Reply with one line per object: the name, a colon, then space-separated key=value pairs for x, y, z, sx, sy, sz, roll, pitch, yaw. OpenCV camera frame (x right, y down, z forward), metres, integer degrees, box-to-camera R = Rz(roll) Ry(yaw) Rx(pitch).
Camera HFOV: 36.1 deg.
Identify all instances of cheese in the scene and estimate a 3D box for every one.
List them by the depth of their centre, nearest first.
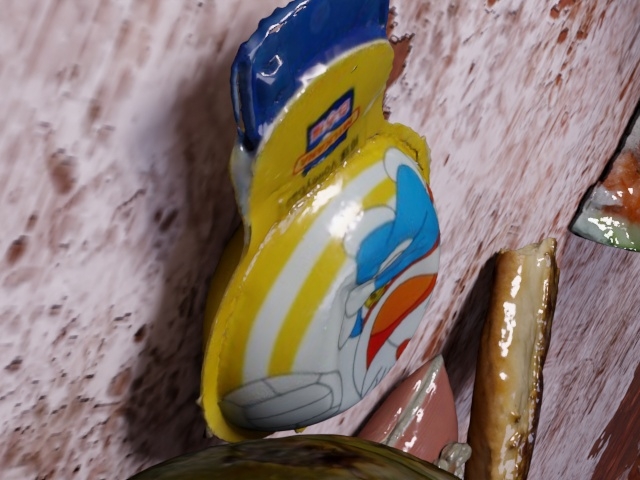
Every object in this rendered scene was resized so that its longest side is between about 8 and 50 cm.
cheese: x=0.000 y=0.000 z=0.443 sx=0.177 sy=0.069 sz=0.270 roll=-44 pitch=149 yaw=-29

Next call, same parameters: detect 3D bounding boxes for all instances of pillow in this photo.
pillow: x=0.055 y=0.194 z=0.731 sx=0.171 sy=0.075 sz=0.179 roll=-49 pitch=154 yaw=-28

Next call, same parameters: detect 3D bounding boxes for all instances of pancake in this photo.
pancake: x=0.159 y=0.117 z=0.833 sx=0.244 sy=0.057 sz=0.266 roll=-42 pitch=142 yaw=-71

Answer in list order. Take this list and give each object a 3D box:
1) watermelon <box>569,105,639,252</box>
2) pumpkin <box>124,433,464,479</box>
watermelon: x=0.384 y=-0.105 z=0.890 sx=0.319 sy=0.289 sz=0.214 roll=-35 pitch=116 yaw=-19
pumpkin: x=-0.034 y=0.227 z=0.411 sx=0.225 sy=0.256 sz=0.303 roll=35 pitch=72 yaw=-61
